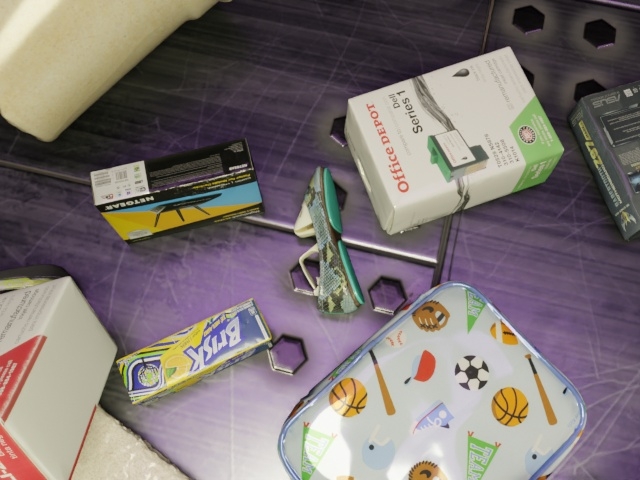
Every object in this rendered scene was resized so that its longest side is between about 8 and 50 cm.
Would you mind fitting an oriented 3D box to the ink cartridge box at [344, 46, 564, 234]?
[{"bbox_3d":[0.157,-0.122,0.854,0.219,0.092,0.160,-20,72,-6],"label":"ink cartridge box"}]

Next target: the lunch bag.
[{"bbox_3d":[0.114,0.211,0.734,0.303,0.115,0.243,-41,81,-11],"label":"lunch bag"}]

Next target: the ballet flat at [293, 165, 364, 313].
[{"bbox_3d":[0.000,0.000,0.834,0.070,0.070,0.188,-12,68,-3],"label":"ballet flat"}]

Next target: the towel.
[{"bbox_3d":[-0.259,0.286,0.748,0.282,0.049,0.187,33,76,11],"label":"towel"}]

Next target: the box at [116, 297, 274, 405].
[{"bbox_3d":[-0.140,0.129,0.792,0.169,0.059,0.054,-25,75,-7],"label":"box"}]

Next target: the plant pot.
[{"bbox_3d":[-0.323,-0.302,0.830,0.334,0.334,0.305,39,88,13],"label":"plant pot"}]

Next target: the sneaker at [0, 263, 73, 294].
[{"bbox_3d":[-0.395,0.095,0.795,0.234,0.084,0.097,-13,73,-3],"label":"sneaker"}]

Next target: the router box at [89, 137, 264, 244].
[{"bbox_3d":[-0.162,-0.055,0.815,0.178,0.133,0.046,-13,71,-3],"label":"router box"}]

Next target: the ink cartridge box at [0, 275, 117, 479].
[{"bbox_3d":[-0.369,0.164,0.682,0.272,0.114,0.197,-15,33,10],"label":"ink cartridge box"}]

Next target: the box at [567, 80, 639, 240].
[{"bbox_3d":[0.458,-0.120,0.865,0.232,0.059,0.183,-17,72,-6],"label":"box"}]
